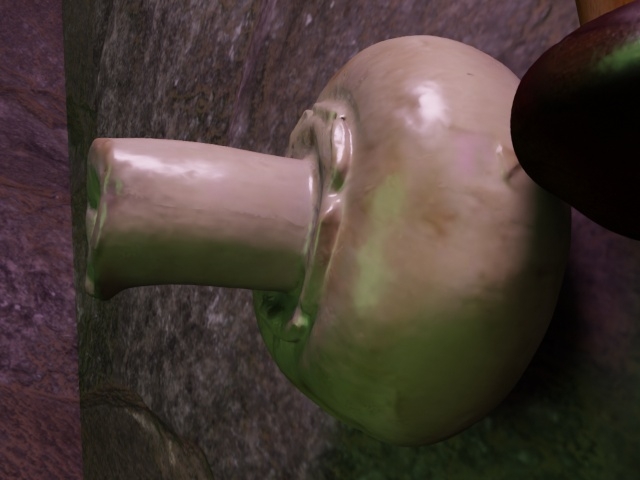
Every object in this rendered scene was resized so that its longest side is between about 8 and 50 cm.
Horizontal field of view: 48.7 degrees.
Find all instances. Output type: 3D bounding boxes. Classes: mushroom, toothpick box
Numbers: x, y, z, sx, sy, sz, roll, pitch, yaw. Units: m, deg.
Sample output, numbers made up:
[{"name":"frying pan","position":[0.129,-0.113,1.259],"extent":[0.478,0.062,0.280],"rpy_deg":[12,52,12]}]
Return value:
[{"name":"mushroom","position":[0.000,0.000,0.527],"extent":[0.314,0.336,0.314],"rpy_deg":[-177,90,-72]},{"name":"toothpick box","position":[0.198,-0.146,0.378],"extent":[0.192,0.192,0.294],"rpy_deg":[-21,62,56]}]
